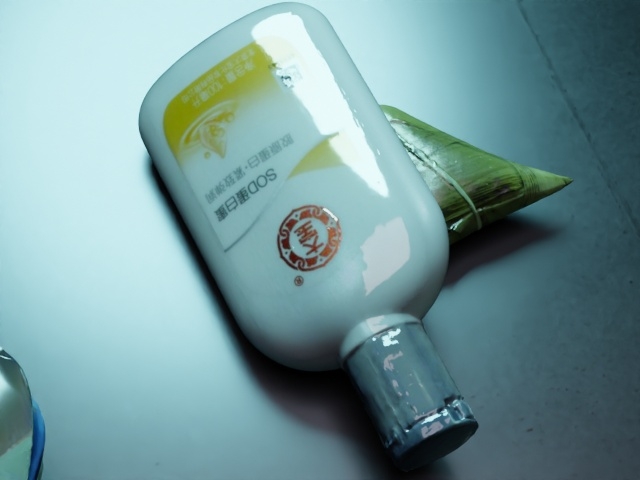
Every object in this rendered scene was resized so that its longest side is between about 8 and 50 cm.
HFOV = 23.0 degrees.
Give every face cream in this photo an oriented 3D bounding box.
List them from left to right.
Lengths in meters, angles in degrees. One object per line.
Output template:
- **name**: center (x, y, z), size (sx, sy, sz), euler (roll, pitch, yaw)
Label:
- **face cream**: center (0.000, 0.000, 0.933), size (0.144, 0.071, 0.291), euler (-32, 67, 11)

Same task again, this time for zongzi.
- **zongzi**: center (0.085, -0.055, 0.986), size (0.113, 0.052, 0.104), euler (-26, 73, -10)

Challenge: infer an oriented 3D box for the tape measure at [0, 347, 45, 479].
- **tape measure**: center (-0.279, 0.174, 0.800), size (0.262, 0.138, 0.259), euler (12, 61, 2)
